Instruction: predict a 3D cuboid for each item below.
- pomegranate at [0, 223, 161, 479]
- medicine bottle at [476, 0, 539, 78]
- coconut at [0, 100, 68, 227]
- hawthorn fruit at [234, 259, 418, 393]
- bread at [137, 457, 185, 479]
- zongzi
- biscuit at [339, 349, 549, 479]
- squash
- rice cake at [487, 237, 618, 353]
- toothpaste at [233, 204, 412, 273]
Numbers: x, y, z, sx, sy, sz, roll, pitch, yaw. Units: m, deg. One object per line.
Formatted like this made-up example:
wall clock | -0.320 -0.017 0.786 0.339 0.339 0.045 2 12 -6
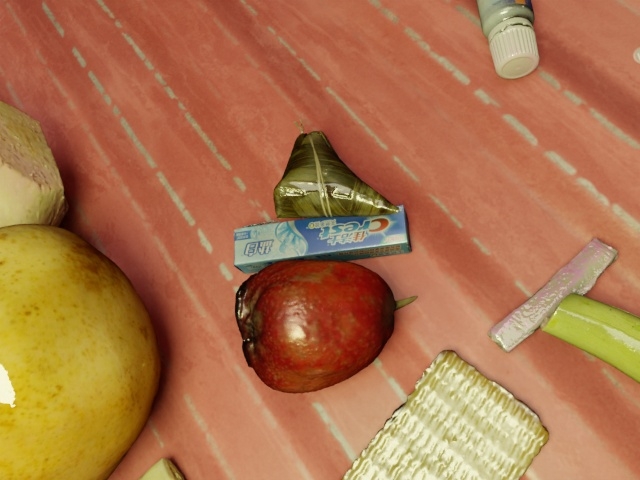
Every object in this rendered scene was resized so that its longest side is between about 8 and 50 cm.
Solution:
pomegranate | -0.425 0.176 0.758 0.417 0.416 0.416 -6 68 14
medicine bottle | 0.299 -0.360 0.934 0.084 0.083 0.203 -7 69 13
coconut | -0.595 -0.084 0.948 0.353 0.352 0.352 -6 68 14
hawthorn fruit | 0.011 0.112 0.795 0.252 0.189 0.189 -4 67 -6
bread | -0.246 0.412 0.802 0.178 0.060 0.139 -39 65 -2
zongzi | 0.034 -0.105 0.885 0.184 0.084 0.187 3 45 10
biscuit | 0.156 0.287 0.753 0.172 0.029 0.254 38 84 25
squash | 0.400 0.142 0.704 0.250 0.083 0.083 31 80 19
rice cake | 0.315 0.075 0.786 0.207 0.036 0.047 -39 74 -1
toothpaste | 0.000 0.000 0.896 0.272 0.053 0.066 -7 68 13
